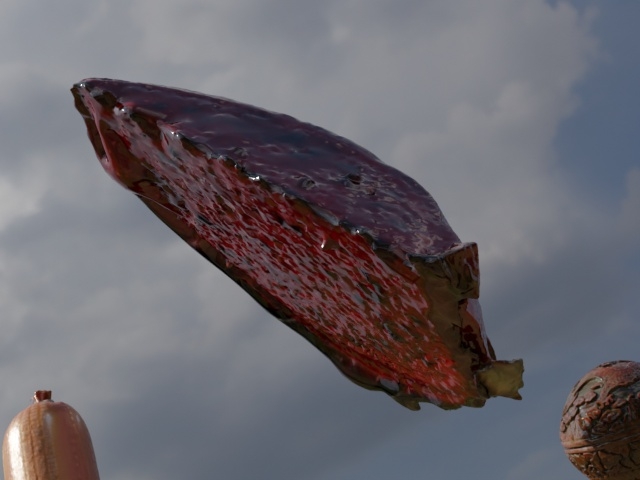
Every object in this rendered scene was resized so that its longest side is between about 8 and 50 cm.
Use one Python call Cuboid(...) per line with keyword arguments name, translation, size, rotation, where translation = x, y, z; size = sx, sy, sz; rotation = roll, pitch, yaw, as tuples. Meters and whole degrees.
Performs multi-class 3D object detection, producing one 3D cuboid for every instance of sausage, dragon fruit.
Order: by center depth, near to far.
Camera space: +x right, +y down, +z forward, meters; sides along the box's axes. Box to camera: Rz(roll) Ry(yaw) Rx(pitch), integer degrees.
Cuboid(name="dragon fruit", translation=(0.000, 0.000, 0.902), size=(0.100, 0.344, 0.282), rotation=(-49, -34, -21))
Cuboid(name="sausage", translation=(-0.240, 0.264, 1.209), size=(0.093, 0.312, 0.093), rotation=(-12, -43, -11))

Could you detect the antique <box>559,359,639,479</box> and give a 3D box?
Cuboid(name="antique", translation=(0.226, 0.137, 0.969), size=(0.104, 0.104, 0.104), rotation=(-23, -24, -11))
